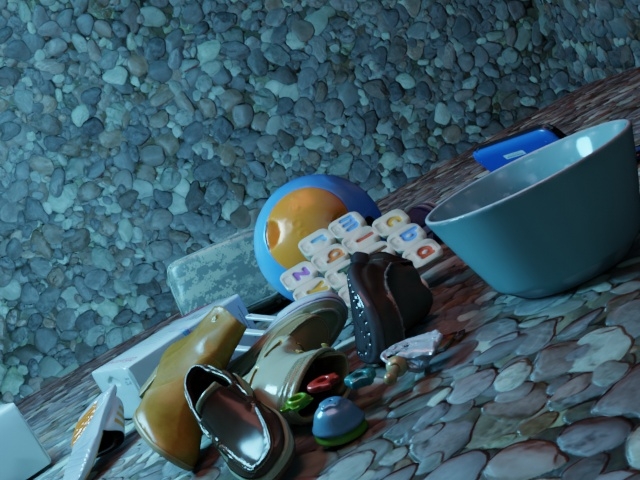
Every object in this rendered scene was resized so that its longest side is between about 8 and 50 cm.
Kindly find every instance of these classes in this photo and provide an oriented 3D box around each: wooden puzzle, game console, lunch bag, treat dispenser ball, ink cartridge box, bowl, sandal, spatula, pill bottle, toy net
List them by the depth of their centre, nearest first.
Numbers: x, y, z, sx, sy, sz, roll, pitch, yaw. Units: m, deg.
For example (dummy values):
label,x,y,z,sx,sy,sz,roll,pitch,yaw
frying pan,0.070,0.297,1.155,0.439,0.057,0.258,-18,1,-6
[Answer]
label,x,y,z,sx,sy,sz,roll,pitch,yaw
toy net,0.066,0.184,1.103,0.232,0.045,0.122,-27,13,-32
wooden puzzle,0.164,0.146,1.194,0.083,0.006,0.049,-23,8,39
bowl,0.323,-0.030,1.205,0.312,0.163,0.311,-29,6,3
sandal,-0.417,0.383,1.606,0.102,0.076,0.265,-41,22,20
spatula,-0.082,0.180,1.630,0.242,0.019,0.168,2,26,32
game console,0.508,-0.192,1.770,0.173,0.250,0.293,-58,14,-15
ink cartridge box,-0.802,0.511,1.799,0.385,0.160,0.279,-32,7,-32
treat dispenser ball,0.000,0.000,1.850,0.288,0.288,0.288,-28,6,3
ink cartridge box,-0.312,0.256,1.871,0.306,0.131,0.226,-34,8,-34
pill bottle,0.211,-0.016,1.957,0.169,0.094,0.094,-33,7,-39
lunch bag,-0.222,0.116,2.295,0.305,0.212,0.256,-25,-11,3

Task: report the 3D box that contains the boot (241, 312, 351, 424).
label,x,y,z,sx,sy,sz,roll,pitch,yaw
boot,-0.020,0.184,1.254,0.203,0.095,0.262,-24,13,47

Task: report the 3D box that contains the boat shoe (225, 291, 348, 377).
label,x,y,z,sx,sy,sz,roll,pitch,yaw
boat shoe,-0.068,0.203,1.428,0.302,0.109,0.094,-39,20,-8

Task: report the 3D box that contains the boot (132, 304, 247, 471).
label,x,y,z,sx,sy,sz,roll,pitch,yaw
boot,-0.190,0.211,1.332,0.211,0.104,0.295,-50,22,0

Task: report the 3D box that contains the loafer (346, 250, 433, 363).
label,x,y,z,sx,sy,sz,roll,pitch,yaw
loafer,0.113,0.083,1.352,0.130,0.133,0.366,-7,15,4

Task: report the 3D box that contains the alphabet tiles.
label,x,y,z,sx,sy,sz,roll,pitch,yaw
alphabet tiles,0.075,0.050,1.599,0.278,0.021,0.284,-31,42,-10

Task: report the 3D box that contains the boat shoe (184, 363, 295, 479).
label,x,y,z,sx,sy,sz,roll,pitch,yaw
boat shoe,-0.119,0.228,1.091,0.095,0.095,0.257,-54,26,-6

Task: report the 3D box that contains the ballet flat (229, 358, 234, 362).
label,x,y,z,sx,sy,sz,roll,pitch,yaw
ballet flat,-0.210,0.268,1.552,0.091,0.077,0.241,-26,7,13
